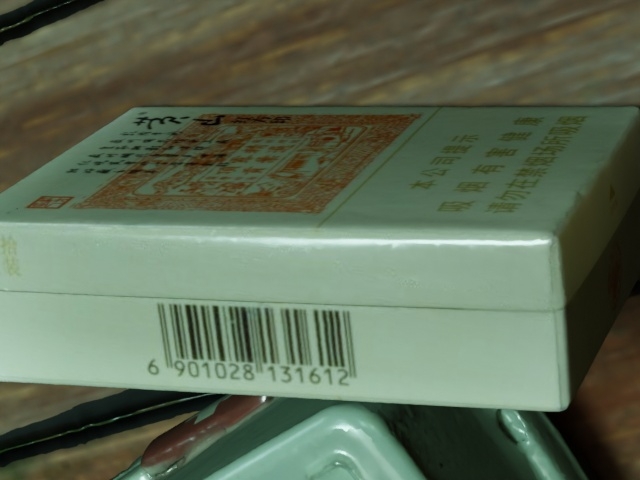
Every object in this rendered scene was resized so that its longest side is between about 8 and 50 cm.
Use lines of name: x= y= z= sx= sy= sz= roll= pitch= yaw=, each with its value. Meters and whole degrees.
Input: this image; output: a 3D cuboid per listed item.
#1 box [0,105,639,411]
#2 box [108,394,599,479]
box: x=0.000 y=0.000 z=0.623 sx=0.201 sy=0.141 sz=0.058 roll=1 pitch=110 yaw=22
box: x=-0.006 y=0.126 z=0.666 sx=0.210 sy=0.129 sz=0.148 roll=-35 pitch=92 yaw=25
